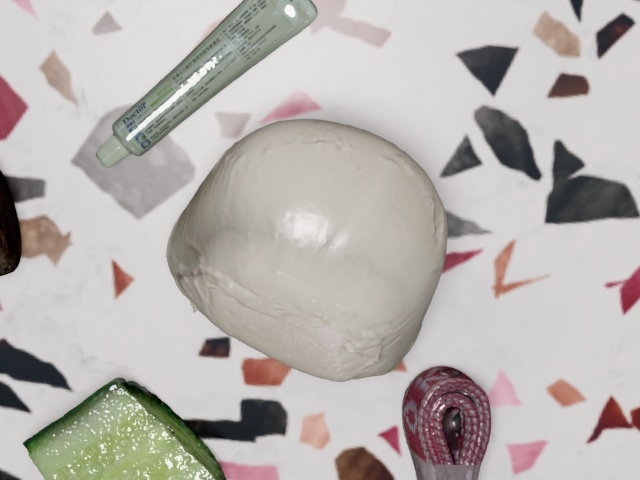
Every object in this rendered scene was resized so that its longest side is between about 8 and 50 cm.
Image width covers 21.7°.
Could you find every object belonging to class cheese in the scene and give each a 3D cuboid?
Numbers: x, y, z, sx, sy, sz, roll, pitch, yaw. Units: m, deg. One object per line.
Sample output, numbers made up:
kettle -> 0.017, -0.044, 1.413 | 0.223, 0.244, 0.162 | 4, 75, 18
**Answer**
cheese -> 0.000, 0.000, 1.185 | 0.198, 0.189, 0.154 | 24, 65, -5

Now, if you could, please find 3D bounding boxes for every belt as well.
belt -> 0.097, 0.211, 1.274 | 0.071, 0.053, 0.232 | -6, 100, -12

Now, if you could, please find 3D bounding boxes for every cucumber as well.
cucumber -> -0.148, 0.168, 1.262 | 0.115, 0.062, 0.116 | -36, 90, 3

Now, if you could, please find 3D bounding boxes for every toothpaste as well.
toothpaste -> -0.088, -0.122, 1.235 | 0.197, 0.029, 0.048 | -41, 99, 3

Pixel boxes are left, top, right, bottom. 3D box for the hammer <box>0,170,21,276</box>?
hammer -> -0.317, 0.152, 1.246 | 0.242, 0.095, 0.409 | -11, 101, 1
